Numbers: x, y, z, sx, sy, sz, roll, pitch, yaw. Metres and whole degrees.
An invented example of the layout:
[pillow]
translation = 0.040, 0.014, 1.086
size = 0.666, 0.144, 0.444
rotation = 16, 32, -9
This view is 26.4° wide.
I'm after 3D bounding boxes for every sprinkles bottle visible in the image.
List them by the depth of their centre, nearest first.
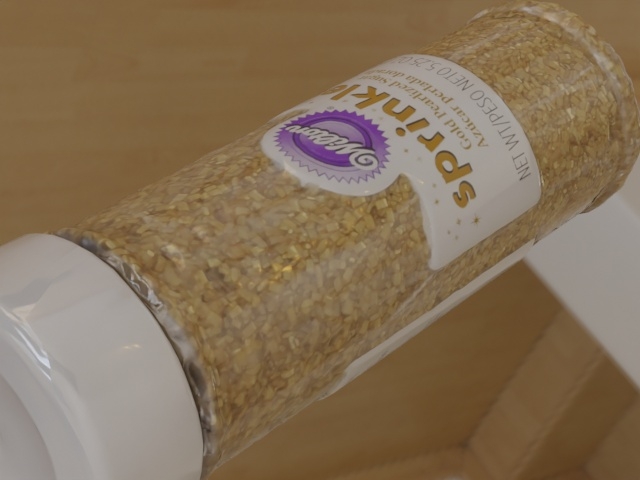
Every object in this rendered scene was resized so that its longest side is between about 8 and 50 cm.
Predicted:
[sprinkles bottle]
translation = 0.000, 0.000, 0.602
size = 0.355, 0.121, 0.121
rotation = -31, 151, -39
